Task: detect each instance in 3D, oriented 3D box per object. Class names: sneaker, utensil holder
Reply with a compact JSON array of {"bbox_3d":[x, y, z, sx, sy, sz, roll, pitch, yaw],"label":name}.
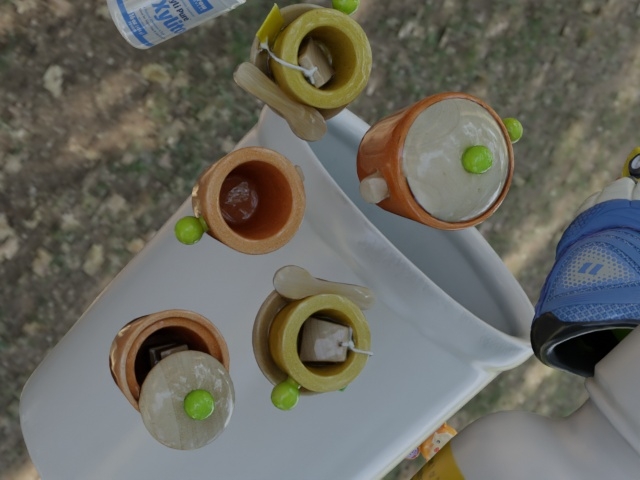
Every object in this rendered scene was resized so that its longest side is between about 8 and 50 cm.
[{"bbox_3d":[0.257,0.104,0.711,0.147,0.330,0.130,-49,160,-32],"label":"sneaker"},{"bbox_3d":[-0.045,0.103,1.235,0.385,0.327,0.327,-45,147,15],"label":"utensil holder"}]

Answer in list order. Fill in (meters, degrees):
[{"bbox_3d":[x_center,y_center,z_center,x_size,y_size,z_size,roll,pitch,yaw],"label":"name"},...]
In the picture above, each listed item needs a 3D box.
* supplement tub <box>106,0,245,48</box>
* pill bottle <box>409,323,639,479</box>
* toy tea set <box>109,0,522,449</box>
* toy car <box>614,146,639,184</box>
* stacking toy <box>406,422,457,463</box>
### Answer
[{"bbox_3d":[-0.126,-0.217,1.153,0.107,0.071,0.071,-21,149,19],"label":"supplement tub"},{"bbox_3d":[0.080,0.200,0.592,0.334,0.188,0.188,-47,146,8],"label":"pill bottle"},{"bbox_3d":[0.000,0.000,0.891,0.200,0.124,0.336,32,78,-22],"label":"toy tea set"},{"bbox_3d":[0.302,0.033,1.044,0.053,0.225,0.239,-43,177,20],"label":"toy car"},{"bbox_3d":[0.034,0.242,1.720,0.166,0.302,0.175,-70,171,-73],"label":"stacking toy"}]
